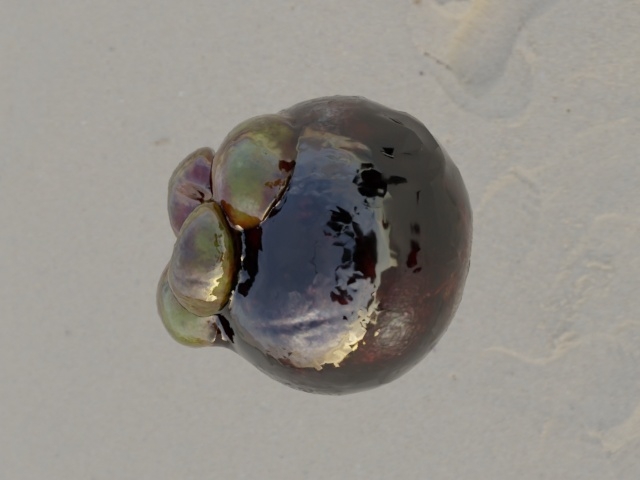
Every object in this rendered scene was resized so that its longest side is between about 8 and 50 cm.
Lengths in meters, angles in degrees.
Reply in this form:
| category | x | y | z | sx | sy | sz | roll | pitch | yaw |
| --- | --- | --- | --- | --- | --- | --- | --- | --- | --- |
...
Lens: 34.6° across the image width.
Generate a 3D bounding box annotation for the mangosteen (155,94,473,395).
| category | x | y | z | sx | sy | sz | roll | pitch | yaw |
| --- | --- | --- | --- | --- | --- | --- | --- | --- | --- |
| mangosteen | 0.000 | 0.000 | 0.671 | 0.210 | 0.210 | 0.209 | 7 | 101 | 41 |
